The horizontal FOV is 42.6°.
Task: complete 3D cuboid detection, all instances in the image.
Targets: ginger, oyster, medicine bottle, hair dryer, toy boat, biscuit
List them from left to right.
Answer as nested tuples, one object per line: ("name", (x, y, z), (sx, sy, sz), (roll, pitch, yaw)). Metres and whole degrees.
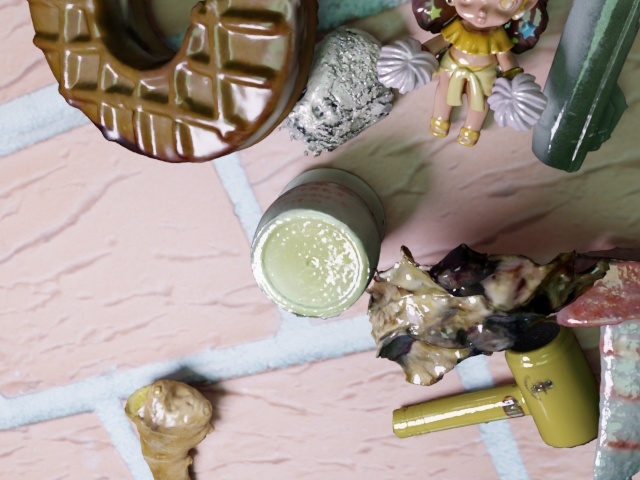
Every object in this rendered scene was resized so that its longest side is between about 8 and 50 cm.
("biscuit", (-0.176, -0.220, 0.906), (0.366, 0.115, 0.268), (20, 118, 24))
("ginger", (-0.213, 0.317, 1.229), (0.131, 0.086, 0.294), (1, 123, 7))
("medicine bottle", (0.000, 0.000, 0.969), (0.147, 0.143, 0.147), (5, 116, 10))
("oyster", (0.133, 0.085, 0.898), (0.221, 0.096, 0.361), (17, 154, -21))
("hair dryer", (0.208, 0.199, 1.040), (0.279, 0.090, 0.135), (-20, 108, 31))
("toy boat", (0.287, -0.194, 0.829), (0.085, 0.078, 0.260), (5, 120, -13))
("toy boat", (0.365, 0.147, 0.924), (0.206, 0.096, 0.282), (-2, 99, -6))

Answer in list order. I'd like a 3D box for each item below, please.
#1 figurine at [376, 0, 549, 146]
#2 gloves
("figurine", (0.158, -0.201, 0.841), (0.175, 0.116, 0.240), (17, 124, 11))
("gloves", (0.019, -0.164, 0.926), (0.114, 0.070, 0.153), (46, 119, -7))
